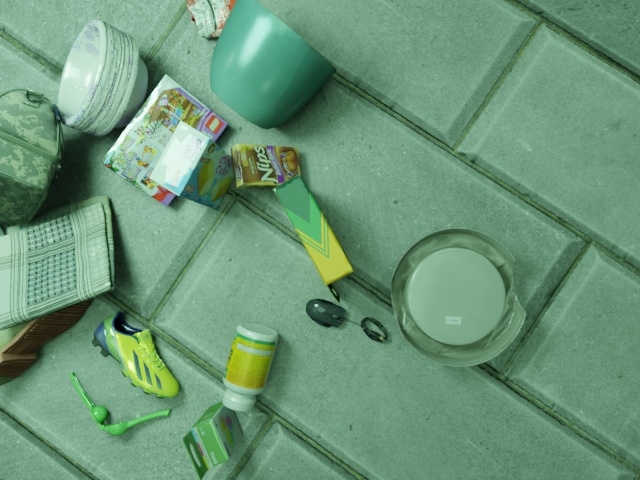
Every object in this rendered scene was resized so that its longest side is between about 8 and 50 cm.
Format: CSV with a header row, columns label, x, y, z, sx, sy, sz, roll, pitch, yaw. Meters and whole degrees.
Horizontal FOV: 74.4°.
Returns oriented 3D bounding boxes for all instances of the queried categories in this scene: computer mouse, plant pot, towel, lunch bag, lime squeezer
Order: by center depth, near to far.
label,x,y,z,sx,sy,sz,roll,pitch,yaw
plant pot,-0.144,-0.435,1.081,0.293,0.293,0.235,41,106,4
lunch bag,-0.795,-0.217,1.082,0.305,0.212,0.256,-25,54,41
towel,-0.711,0.040,1.126,0.311,0.056,0.325,-20,60,-2
computer mouse,0.073,0.222,1.155,0.241,0.041,0.071,19,88,3
lime squeezer,-0.585,0.474,1.172,0.309,0.059,0.110,19,89,4

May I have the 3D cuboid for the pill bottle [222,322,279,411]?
label,x,y,z,sx,sy,sz,roll,pitch,yaw
pill bottle,-0.192,0.337,1.126,0.117,0.117,0.209,15,89,4

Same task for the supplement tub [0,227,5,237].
label,x,y,z,sx,sy,sz,roll,pitch,yaw
supplement tub,-1.015,0.015,1.170,0.199,0.144,0.145,-13,87,3

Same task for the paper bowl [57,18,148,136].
label,x,y,z,sx,sy,sz,roll,pitch,yaw
paper bowl,-0.573,-0.420,1.128,0.284,0.148,0.285,-9,76,39

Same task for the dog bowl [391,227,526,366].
label,x,y,z,sx,sy,sz,roll,pitch,yaw
dog bowl,0.351,0.145,1.113,0.347,0.102,0.350,0,88,4

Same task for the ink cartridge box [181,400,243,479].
label,x,y,z,sx,sy,sz,roll,pitch,yaw
ink cartridge box,-0.268,0.499,1.077,0.062,0.209,0.109,-24,87,2

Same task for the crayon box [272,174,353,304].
label,x,y,z,sx,sy,sz,roll,pitch,yaw
crayon box,0.000,0.000,1.090,0.081,0.202,0.319,-29,88,1

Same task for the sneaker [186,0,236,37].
label,x,y,z,sx,sy,sz,roll,pitch,yaw
sneaker,-0.310,-0.708,1.190,0.144,0.090,0.271,-10,90,0

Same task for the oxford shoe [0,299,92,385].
label,x,y,z,sx,sy,sz,roll,pitch,yaw
oxford shoe,-0.799,0.215,1.157,0.397,0.140,0.146,-44,71,-6

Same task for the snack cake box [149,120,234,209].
label,x,y,z,sx,sy,sz,roll,pitch,yaw
snack cake box,-0.307,-0.179,1.080,0.089,0.264,0.152,30,90,6

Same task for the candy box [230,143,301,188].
label,x,y,z,sx,sy,sz,roll,pitch,yaw
candy box,-0.142,-0.195,1.127,0.186,0.053,0.109,-6,87,-35

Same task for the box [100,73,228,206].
label,x,y,z,sx,sy,sz,roll,pitch,yaw
box,-0.422,-0.269,1.158,0.200,0.057,0.293,37,90,-20

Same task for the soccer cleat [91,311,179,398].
label,x,y,z,sx,sy,sz,roll,pitch,yaw
soccer cleat,-0.491,0.314,1.157,0.289,0.093,0.121,40,83,3
